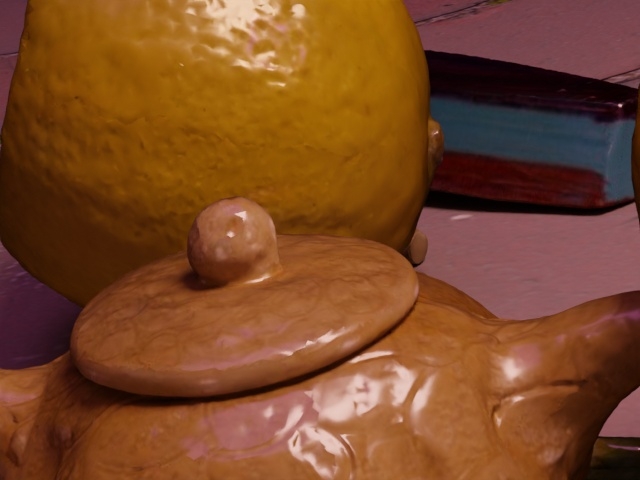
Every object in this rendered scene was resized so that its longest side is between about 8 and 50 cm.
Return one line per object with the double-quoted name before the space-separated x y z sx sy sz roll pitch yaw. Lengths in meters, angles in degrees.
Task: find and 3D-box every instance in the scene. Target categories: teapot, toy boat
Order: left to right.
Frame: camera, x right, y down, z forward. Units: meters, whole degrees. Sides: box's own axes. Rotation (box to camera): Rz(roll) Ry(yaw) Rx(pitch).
"teapot" -0.030 0.065 0.641 0.311 0.167 0.203 -7 18 11
"toy boat" 0.055 -0.078 1.207 0.136 0.079 0.392 -23 24 -38

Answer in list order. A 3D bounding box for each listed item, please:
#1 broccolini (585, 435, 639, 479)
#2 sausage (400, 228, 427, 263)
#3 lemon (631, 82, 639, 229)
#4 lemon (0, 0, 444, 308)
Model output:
"broccolini" 0.015 0.090 0.783 0.254 0.071 0.057 6 -19 25
"sausage" 0.000 0.000 1.061 0.132 0.024 0.024 3 22 33
"lemon" 0.235 -0.017 0.580 0.253 0.310 0.253 -42 18 17
"lemon" -0.045 -0.064 0.961 0.219 0.240 0.240 11 19 0
